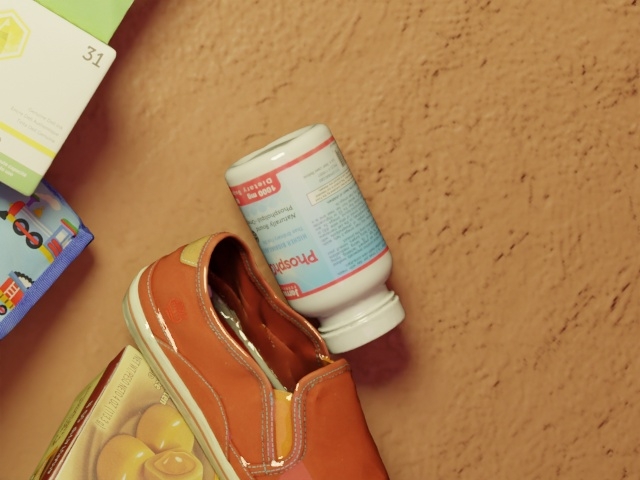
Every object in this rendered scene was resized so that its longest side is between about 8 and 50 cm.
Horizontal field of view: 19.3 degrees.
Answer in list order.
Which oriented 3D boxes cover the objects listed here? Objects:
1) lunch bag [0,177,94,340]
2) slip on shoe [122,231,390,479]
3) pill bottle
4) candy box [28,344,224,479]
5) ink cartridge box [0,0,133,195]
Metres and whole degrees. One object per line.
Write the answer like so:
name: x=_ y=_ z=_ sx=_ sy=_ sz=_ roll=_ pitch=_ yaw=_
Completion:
lunch bag: x=-0.320 y=0.009 z=1.340 sx=0.221 sy=0.138 sz=0.293 roll=43 pitch=69 yaw=-10
slip on shoe: x=-0.014 y=0.134 z=1.350 sx=0.101 sy=0.123 sz=0.331 roll=-43 pitch=78 yaw=32
pill bottle: x=0.000 y=0.000 z=1.404 sx=0.087 sy=0.087 sz=0.160 roll=-28 pitch=97 yaw=-8
candy box: x=-0.065 y=0.242 z=1.357 sx=0.316 sy=0.183 sz=0.087 roll=37 pitch=129 yaw=-10
ink cartridge box: x=-0.215 y=-0.174 z=1.299 sx=0.171 sy=0.056 sz=0.235 roll=31 pitch=94 yaw=-18
